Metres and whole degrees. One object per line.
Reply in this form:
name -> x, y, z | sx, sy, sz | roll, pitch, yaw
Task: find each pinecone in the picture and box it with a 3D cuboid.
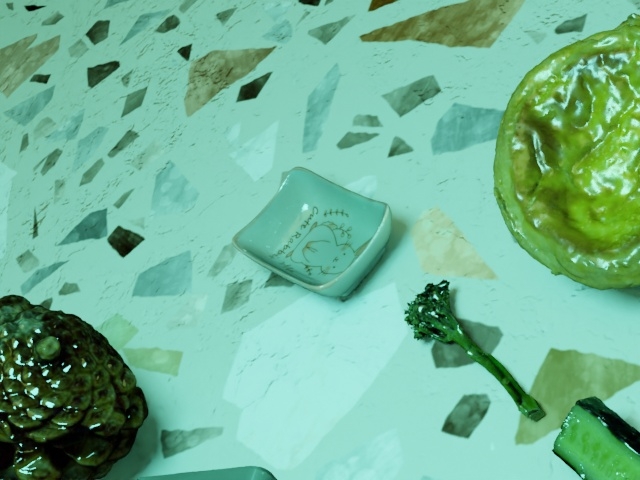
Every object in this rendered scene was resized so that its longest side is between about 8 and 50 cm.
pinecone -> -0.372, 0.205, 1.758 | 0.298, 0.296, 0.242 | 33, 77, 8

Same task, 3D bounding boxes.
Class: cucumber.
cucumber -> 0.331, 0.244, 1.370 | 0.211, 0.062, 0.078 | 40, 116, 43

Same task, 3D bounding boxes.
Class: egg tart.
egg tart -> 0.362, -0.091, 1.556 | 0.341, 0.129, 0.341 | -16, 60, 31

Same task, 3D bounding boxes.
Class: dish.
dish -> 0.000, 0.000, 1.817 | 0.151, 0.077, 0.212 | -49, 41, -13

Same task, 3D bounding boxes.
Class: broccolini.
broccolini -> 0.174, 0.127, 1.593 | 0.254, 0.058, 0.071 | 46, 130, 52

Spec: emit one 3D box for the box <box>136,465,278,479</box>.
box -> -0.131, 0.352, 1.550 | 0.243, 0.163, 0.135 | -11, 39, 31
